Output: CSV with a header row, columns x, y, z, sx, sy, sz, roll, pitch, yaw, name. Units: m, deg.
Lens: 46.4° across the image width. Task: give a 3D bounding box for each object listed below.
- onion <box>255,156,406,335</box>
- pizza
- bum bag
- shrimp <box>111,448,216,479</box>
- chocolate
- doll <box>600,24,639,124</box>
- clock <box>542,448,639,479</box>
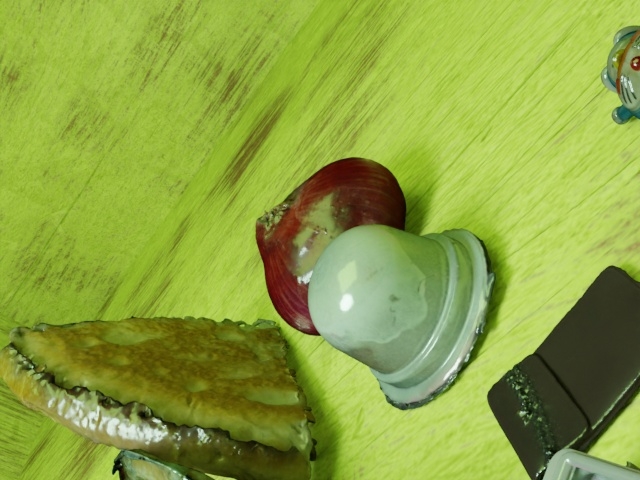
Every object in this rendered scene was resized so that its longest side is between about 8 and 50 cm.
x,y,z,sx,sy,sz,roll,pitch,yaw,name
0.010,0.005,0.982,0.248,0.161,0.247,-23,60,47,onion
-0.219,0.180,0.963,0.435,0.392,0.080,-134,51,-74,pizza
0.193,0.096,0.565,0.159,0.026,0.109,-55,19,13,bum bag
-0.146,0.302,0.817,0.071,0.233,0.365,-48,11,-30,shrimp
0.063,0.052,0.774,0.221,0.147,0.221,-54,16,23,chocolate
0.280,-0.141,0.614,0.152,0.086,0.114,-85,7,-69,doll
0.182,0.201,0.384,0.150,0.063,0.197,-64,19,-12,clock
